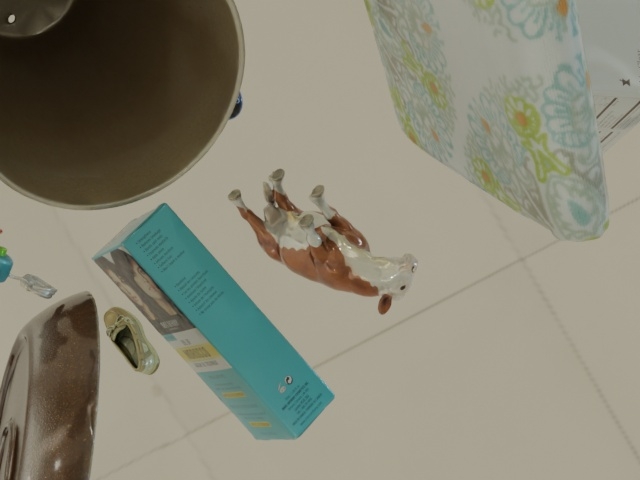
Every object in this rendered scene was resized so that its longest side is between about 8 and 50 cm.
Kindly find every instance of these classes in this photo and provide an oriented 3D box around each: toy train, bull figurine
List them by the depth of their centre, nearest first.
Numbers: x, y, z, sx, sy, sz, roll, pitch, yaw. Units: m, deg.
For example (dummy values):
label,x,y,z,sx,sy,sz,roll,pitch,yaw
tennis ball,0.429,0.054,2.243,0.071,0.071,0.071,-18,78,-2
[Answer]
label,x,y,z,sx,sy,sz,roll,pitch,yaw
toy train,-0.288,-0.011,0.975,0.166,0.125,0.046,28,98,31
bull figurine,0.000,0.000,1.744,0.310,0.101,0.188,15,147,47

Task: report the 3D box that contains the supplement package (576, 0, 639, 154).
label,x,y,z,sx,sy,sz,roll,pitch,yaw
supplement package,0.308,-0.260,1.493,0.145,0.204,0.262,1,72,-12

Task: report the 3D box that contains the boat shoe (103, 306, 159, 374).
label,x,y,z,sx,sy,sz,roll,pitch,yaw
boat shoe,-0.336,0.171,2.067,0.056,0.048,0.153,-47,60,17

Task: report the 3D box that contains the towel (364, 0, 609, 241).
label,x,y,z,sx,sy,sz,roll,pitch,yaw
towel,0.149,-0.201,1.185,0.090,0.374,0.320,-27,119,-11

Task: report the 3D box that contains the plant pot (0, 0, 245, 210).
label,x,y,z,sx,sy,sz,roll,pitch,yaw
plant pot,-0.246,-0.204,1.122,0.274,0.256,0.256,45,121,47

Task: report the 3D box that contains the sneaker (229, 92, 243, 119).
label,x,y,z,sx,sy,sz,roll,pitch,yaw
sneaker,-0.194,-0.258,1.775,0.081,0.090,0.232,-49,118,-3

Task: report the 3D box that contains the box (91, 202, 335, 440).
label,x,y,z,sx,sy,sz,roll,pitch,yaw
box,-0.101,0.081,1.122,0.244,0.060,0.100,49,154,-11

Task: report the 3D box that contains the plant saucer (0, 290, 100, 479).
label,x,y,z,sx,sy,sz,roll,pitch,yaw
plant saucer,-0.236,0.191,0.961,0.050,0.310,0.310,10,111,-20
